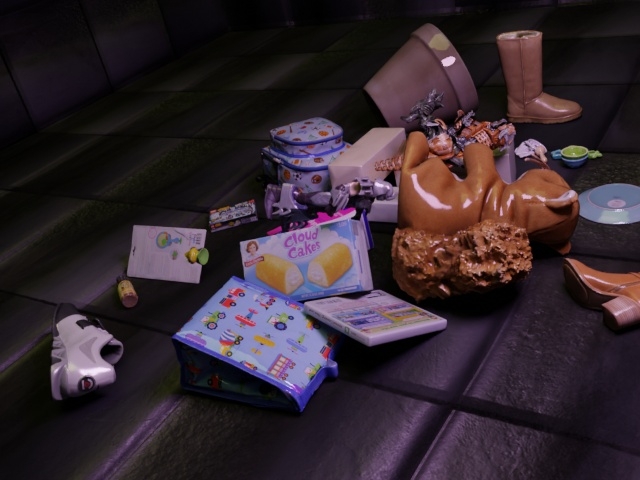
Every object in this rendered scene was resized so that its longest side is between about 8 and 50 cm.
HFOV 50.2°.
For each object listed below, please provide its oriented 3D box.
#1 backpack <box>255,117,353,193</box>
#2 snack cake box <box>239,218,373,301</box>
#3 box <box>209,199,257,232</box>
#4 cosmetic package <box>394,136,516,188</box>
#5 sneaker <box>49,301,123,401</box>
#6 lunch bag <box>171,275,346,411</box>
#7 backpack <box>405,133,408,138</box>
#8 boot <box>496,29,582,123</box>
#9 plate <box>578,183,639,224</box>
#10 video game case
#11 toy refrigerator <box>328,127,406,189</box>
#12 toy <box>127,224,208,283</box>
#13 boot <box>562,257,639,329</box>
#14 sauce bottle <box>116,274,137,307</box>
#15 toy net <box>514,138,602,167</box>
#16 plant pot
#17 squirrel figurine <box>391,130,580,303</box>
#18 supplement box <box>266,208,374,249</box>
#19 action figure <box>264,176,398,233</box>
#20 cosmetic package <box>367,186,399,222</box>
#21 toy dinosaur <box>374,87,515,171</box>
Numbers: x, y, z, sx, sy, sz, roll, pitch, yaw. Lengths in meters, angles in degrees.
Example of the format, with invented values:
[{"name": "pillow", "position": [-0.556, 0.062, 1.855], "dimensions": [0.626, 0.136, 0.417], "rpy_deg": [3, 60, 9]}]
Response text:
[{"name": "backpack", "position": [-0.016, -0.226, 1.959], "dimensions": [0.276, 0.213, 0.263], "rpy_deg": [-25, 41, -24]}, {"name": "snack cake box", "position": [-0.032, 0.053, 1.464], "dimensions": [0.264, 0.152, 0.089], "rpy_deg": [-12, -6, 23]}, {"name": "box", "position": [-0.250, -0.071, 1.955], "dimensions": [0.137, 0.027, 0.094], "rpy_deg": [-15, 28, -2]}, {"name": "cosmetic package", "position": [0.355, -0.191, 1.798], "dimensions": [0.296, 0.129, 0.153], "rpy_deg": [-2, 31, 20]}, {"name": "sneaker", "position": [-0.504, 0.233, 1.474], "dimensions": [0.146, 0.122, 0.330], "rpy_deg": [-4, 24, -20]}, {"name": "lunch bag", "position": [-0.098, 0.206, 1.329], "dimensions": [0.293, 0.138, 0.221], "rpy_deg": [12, 35, 23]}, {"name": "backpack", "position": [0.200, -0.263, 2.034], "dimensions": [0.114, 0.084, 0.105], "rpy_deg": [5, 37, 24]}, {"name": "boot", "position": [0.650, -0.485, 2.033], "dimensions": [0.236, 0.269, 0.089], "rpy_deg": [1, 33, 25]}, {"name": "plate", "position": [0.690, -0.094, 1.593], "dimensions": [0.188, 0.024, 0.188], "rpy_deg": [-10, 29, 6]}, {"name": "video game case", "position": [0.107, 0.148, 1.343], "dimensions": [0.212, 0.023, 0.193], "rpy_deg": [-5, 18, -40]}, {"name": "toy refrigerator", "position": [0.135, -0.214, 1.852], "dimensions": [0.102, 0.094, 0.269], "rpy_deg": [5, 31, 31]}, {"name": "toy", "position": [-0.389, 0.036, 1.771], "dimensions": [0.237, 0.137, 0.056], "rpy_deg": [3, -7, 30]}, {"name": "boot", "position": [0.569, 0.082, 1.296], "dimensions": [0.152, 0.073, 0.197], "rpy_deg": [-20, 42, -9]}, {"name": "sauce bottle", "position": [-0.487, 0.123, 1.706], "dimensions": [0.042, 0.042, 0.128], "rpy_deg": [-24, 32, -17]}, {"name": "toy net", "position": [0.637, -0.250, 1.863], "dimensions": [0.122, 0.045, 0.232], "rpy_deg": [-31, 33, -26]}, {"name": "plant pot", "position": [0.301, -0.478, 2.189], "dimensions": [0.280, 0.323, 0.323], "rpy_deg": [-33, 30, 1]}, {"name": "squirrel figurine", "position": [0.349, -0.022, 1.441], "dimensions": [0.370, 0.281, 0.397], "rpy_deg": [6, 48, 14]}, {"name": "supplement box", "position": [0.000, 0.000, 1.639], "dimensions": [0.220, 0.114, 0.111], "rpy_deg": [-28, 32, -19]}, {"name": "action figure", "position": [0.031, -0.081, 1.443], "dimensions": [0.285, 0.099, 0.185], "rpy_deg": [-7, -14, 24]}, {"name": "cosmetic package", "position": [0.148, -0.095, 1.789], "dimensions": [0.239, 0.060, 0.099], "rpy_deg": [5, 31, 30]}, {"name": "toy dinosaur", "position": [0.293, -0.240, 1.646], "dimensions": [0.322, 0.164, 0.218], "rpy_deg": [-4, 43, -14]}]
